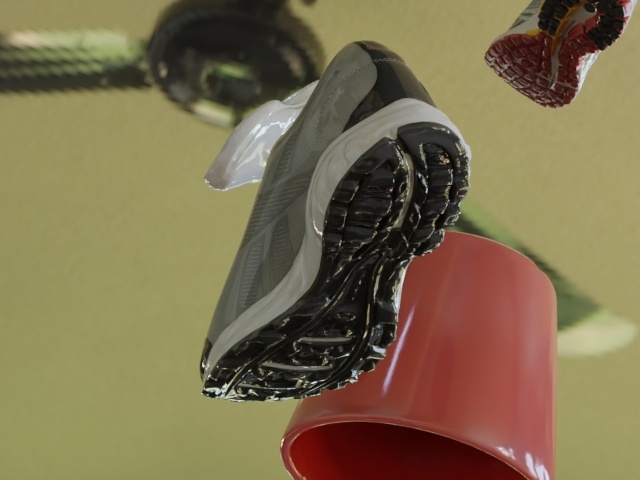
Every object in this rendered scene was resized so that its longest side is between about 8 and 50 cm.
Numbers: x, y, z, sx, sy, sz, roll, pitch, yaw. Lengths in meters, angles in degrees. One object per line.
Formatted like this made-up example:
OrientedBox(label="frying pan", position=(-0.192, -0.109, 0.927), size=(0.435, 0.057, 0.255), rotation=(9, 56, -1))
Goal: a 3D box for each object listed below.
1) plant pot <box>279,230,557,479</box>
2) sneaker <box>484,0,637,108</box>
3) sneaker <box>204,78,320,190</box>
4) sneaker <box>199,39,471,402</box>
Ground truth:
OrientedBox(label="plant pot", position=(0.121, 0.142, 1.850), size=(0.275, 0.243, 0.275), rotation=(12, -32, 8))
OrientedBox(label="sneaker", position=(0.220, -0.188, 1.595), size=(0.088, 0.093, 0.225), rotation=(38, -28, -6))
OrientedBox(label="sneaker", position=(-0.025, -0.091, 1.845), size=(0.094, 0.212, 0.080), rotation=(44, -45, 11))
OrientedBox(label="sneaker", position=(0.000, 0.000, 1.076), size=(0.100, 0.108, 0.271), rotation=(5, -44, -29))
